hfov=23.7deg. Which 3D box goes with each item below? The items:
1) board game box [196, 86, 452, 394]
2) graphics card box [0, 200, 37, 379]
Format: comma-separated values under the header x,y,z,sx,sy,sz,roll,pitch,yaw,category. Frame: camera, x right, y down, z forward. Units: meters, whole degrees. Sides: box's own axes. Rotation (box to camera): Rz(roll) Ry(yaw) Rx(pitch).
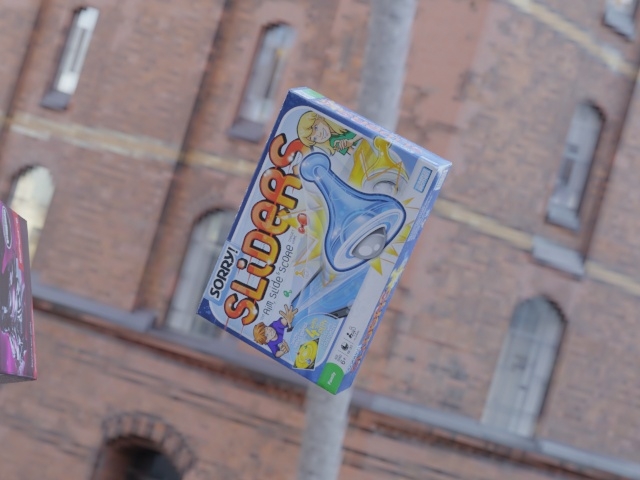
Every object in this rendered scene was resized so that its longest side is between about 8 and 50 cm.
x,y,z,sx,sy,sz,roll,pitch,yaw,category
0.000,0.000,1.185,0.136,0.201,0.035,28,18,18,board game box
-0.439,0.064,1.944,0.094,0.233,0.371,-4,-8,-1,graphics card box
